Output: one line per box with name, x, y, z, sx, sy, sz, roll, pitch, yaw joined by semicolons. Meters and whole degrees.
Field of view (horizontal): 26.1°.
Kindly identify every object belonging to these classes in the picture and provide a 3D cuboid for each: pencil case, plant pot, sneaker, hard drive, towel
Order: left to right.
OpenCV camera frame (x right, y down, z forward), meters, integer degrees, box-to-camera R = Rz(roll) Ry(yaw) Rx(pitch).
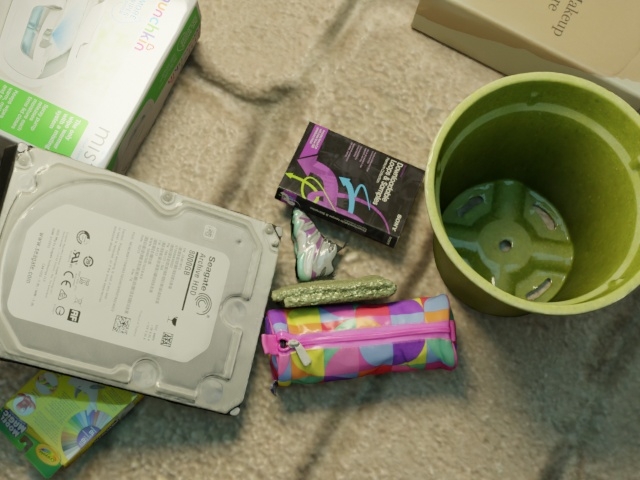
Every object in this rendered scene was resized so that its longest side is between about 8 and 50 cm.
hard drive;-0.221;0.050;1.566;0.339;0.064;0.237;19;80;-28
sneaker;0.000;0.000;1.697;0.069;0.038;0.098;-4;82;-9
towel;0.013;0.060;1.642;0.148;0.110;0.027;-5;91;-5
pencil case;0.045;0.119;1.634;0.236;0.104;0.104;-6;76;-8
plant pot;0.238;-0.021;1.608;0.276;0.254;0.276;1;74;-5

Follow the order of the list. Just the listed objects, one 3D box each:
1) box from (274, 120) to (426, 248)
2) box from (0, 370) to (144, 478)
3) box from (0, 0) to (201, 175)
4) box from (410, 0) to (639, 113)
box;0.039;-0.070;1.703;0.162;0.029;0.116;23;55;0
box;-0.285;0.185;1.618;0.179;0.043;0.105;-43;83;-16
box;-0.305;-0.210;1.681;0.231;0.127;0.262;26;76;4
box;0.288;-0.281;1.750;0.311;0.121;0.148;26;74;3
